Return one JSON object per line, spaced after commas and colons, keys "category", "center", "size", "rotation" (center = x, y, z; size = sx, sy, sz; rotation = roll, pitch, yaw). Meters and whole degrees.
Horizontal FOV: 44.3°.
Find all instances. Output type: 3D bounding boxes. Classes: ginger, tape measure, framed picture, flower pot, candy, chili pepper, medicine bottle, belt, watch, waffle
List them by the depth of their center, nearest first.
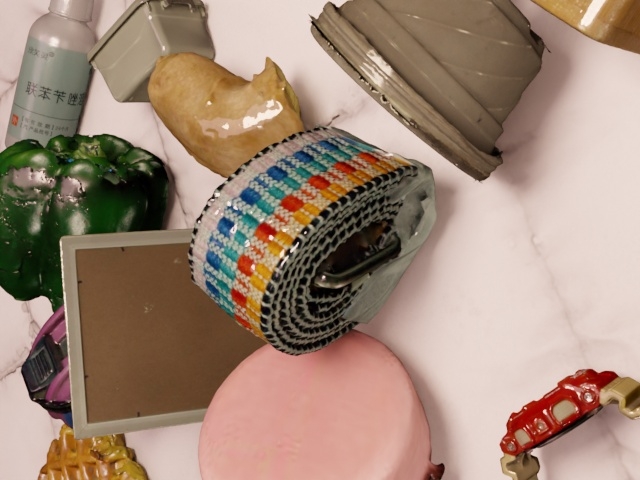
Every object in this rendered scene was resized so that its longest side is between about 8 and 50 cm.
{"category": "watch", "center": [0.270, 0.237, 0.662], "size": [0.268, 0.102, 0.165], "rotation": [49, 118, 24]}
{"category": "flower pot", "center": [0.114, -0.174, 0.734], "size": [0.140, 0.235, 0.235], "rotation": [-45, 59, 16]}
{"category": "belt", "center": [0.000, 0.000, 0.807], "size": [0.150, 0.257, 0.207], "rotation": [36, 132, 29]}
{"category": "candy", "center": [-0.001, 0.208, 0.828], "size": [0.255, 0.094, 0.255], "rotation": [-14, 44, 14]}
{"category": "framed picture", "center": [-0.149, 0.099, 0.934], "size": [0.019, 0.296, 0.233], "rotation": [152, 113, -69]}
{"category": "ginger", "center": [-0.120, -0.159, 1.002], "size": [0.267, 0.138, 0.152], "rotation": [19, 90, 28]}
{"category": "tape measure", "center": [-0.262, 0.143, 1.061], "size": [0.245, 0.231, 0.149], "rotation": [-43, 60, 13]}
{"category": "chili pepper", "center": [-0.354, -0.026, 1.151], "size": [0.233, 0.248, 0.257], "rotation": [27, 117, 28]}
{"category": "waffle", "center": [-0.370, 0.436, 1.257], "size": [0.325, 0.068, 0.302], "rotation": [35, 112, 37]}
{"category": "medicine bottle", "center": [-0.437, -0.309, 1.316], "size": [0.110, 0.110, 0.352], "rotation": [32, 110, 39]}

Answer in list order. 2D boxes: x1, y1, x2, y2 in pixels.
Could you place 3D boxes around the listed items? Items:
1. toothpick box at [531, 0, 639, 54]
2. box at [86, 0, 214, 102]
{"category": "toothpick box", "center": [0.277, -0.317, 0.609], "size": [0.187, 0.190, 0.308], "rotation": [47, 122, 32]}
{"category": "box", "center": [-0.237, -0.266, 1.128], "size": [0.172, 0.124, 0.093], "rotation": [-31, 79, 39]}
